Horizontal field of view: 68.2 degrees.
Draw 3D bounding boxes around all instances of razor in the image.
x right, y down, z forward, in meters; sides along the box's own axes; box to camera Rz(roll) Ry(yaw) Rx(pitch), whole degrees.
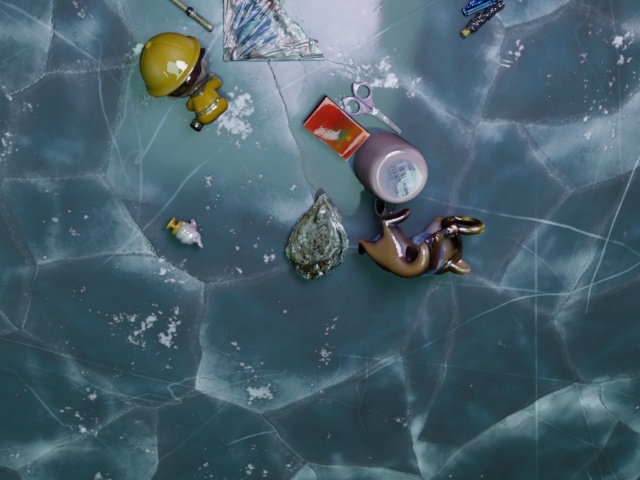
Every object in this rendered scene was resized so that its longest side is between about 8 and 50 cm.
[{"bbox_3d":[0.393,-0.796,1.299,0.056,0.093,0.324,-41,113,-35],"label":"razor"}]

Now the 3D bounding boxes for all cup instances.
[{"bbox_3d":[0.208,-0.184,1.425,0.192,0.200,0.252,4,111,-10],"label":"cup"}]

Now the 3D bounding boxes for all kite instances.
[{"bbox_3d":[-0.145,-0.630,1.303,0.368,0.014,0.406,-43,110,10],"label":"kite"}]

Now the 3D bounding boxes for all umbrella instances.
[{"bbox_3d":[0.469,-0.644,1.371,0.144,0.037,0.040,-39,124,5],"label":"umbrella"}]

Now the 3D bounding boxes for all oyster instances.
[{"bbox_3d":[0.000,0.000,1.528,0.198,0.112,0.267,37,111,2],"label":"oyster"}]

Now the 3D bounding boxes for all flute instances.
[{"bbox_3d":[-0.385,-0.639,1.260,0.233,0.027,0.027,33,103,-18],"label":"flute"}]

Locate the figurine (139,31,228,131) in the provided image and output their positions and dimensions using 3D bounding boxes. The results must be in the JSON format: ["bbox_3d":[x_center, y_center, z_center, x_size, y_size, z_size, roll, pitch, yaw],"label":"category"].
[{"bbox_3d":[-0.361,-0.432,1.271,0.257,0.167,0.192,43,86,-22],"label":"figurine"}]

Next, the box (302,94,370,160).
[{"bbox_3d":[0.048,-0.336,1.419,0.175,0.048,0.112,38,109,-18],"label":"box"}]

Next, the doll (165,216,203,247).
[{"bbox_3d":[-0.410,-0.028,1.473,0.127,0.073,0.084,36,70,-17],"label":"doll"}]

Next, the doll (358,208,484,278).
[{"bbox_3d":[0.313,0.012,1.487,0.340,0.318,0.209,3,86,-37],"label":"doll"}]

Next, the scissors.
[{"bbox_3d":[0.166,-0.389,1.437,0.212,0.021,0.110,33,106,-17],"label":"scissors"}]
